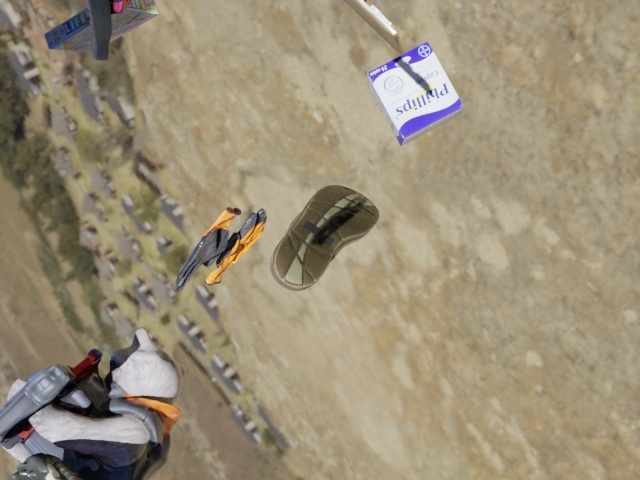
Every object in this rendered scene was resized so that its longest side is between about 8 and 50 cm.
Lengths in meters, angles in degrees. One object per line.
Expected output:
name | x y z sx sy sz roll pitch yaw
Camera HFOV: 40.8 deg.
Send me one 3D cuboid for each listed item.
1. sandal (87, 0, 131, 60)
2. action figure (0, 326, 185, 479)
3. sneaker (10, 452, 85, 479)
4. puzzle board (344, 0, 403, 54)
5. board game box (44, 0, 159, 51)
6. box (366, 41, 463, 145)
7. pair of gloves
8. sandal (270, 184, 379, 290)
sandal | -0.162 -0.208 0.669 0.179 0.040 0.067 115 150 -63
action figure | -0.241 0.236 0.812 0.178 0.330 0.341 35 166 -5
sneaker | -0.139 0.246 0.638 0.234 0.106 0.078 41 111 26
puzzle board | 0.046 -0.267 0.976 0.128 0.011 0.096 46 -173 7
board game box | -0.349 -0.345 1.372 0.154 0.103 0.026 -20 88 28
box | 0.167 -0.261 1.535 0.137 0.126 0.072 62 178 5
pair of gloves | -0.072 0.007 0.634 0.010 0.074 0.083 42 -166 15
sandal | 0.000 0.000 1.127 0.090 0.219 0.060 39 137 -1
